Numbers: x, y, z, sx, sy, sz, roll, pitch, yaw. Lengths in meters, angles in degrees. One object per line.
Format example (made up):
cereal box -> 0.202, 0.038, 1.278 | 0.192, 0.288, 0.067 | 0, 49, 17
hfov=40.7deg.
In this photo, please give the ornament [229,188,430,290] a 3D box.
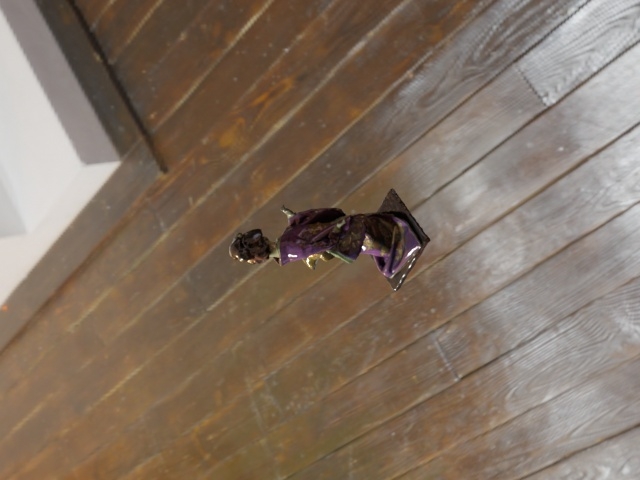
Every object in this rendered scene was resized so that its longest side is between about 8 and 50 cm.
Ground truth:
ornament -> -0.001, -0.006, 0.874 | 0.088, 0.203, 0.081 | -65, 36, 36
